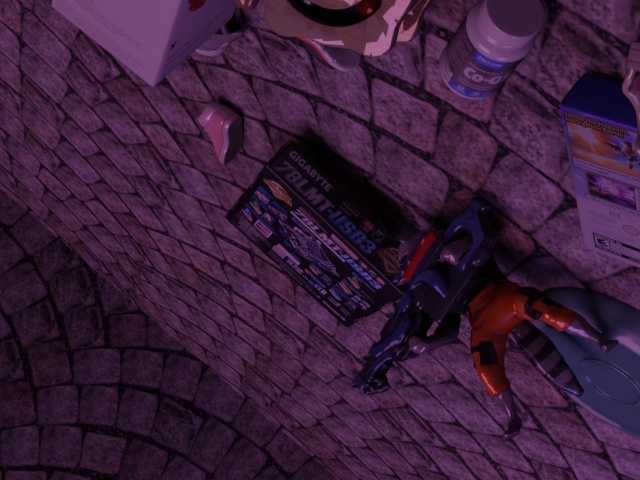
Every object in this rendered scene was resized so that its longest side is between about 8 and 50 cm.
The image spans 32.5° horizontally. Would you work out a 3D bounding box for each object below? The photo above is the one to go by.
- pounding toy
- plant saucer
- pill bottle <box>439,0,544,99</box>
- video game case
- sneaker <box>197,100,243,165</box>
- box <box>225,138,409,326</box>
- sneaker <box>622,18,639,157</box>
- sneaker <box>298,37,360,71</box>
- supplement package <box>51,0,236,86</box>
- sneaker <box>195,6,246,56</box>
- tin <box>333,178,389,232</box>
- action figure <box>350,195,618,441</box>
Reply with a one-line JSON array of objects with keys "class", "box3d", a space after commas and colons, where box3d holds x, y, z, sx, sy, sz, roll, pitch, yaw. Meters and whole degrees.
[{"class": "pounding toy", "box3d": [0.020, -0.320, 1.263, 0.269, 0.155, 0.154, 19, 121, 25]}, {"class": "plant saucer", "box3d": [0.428, 0.193, 1.587, 0.317, 0.043, 0.317, 34, 157, 16]}, {"class": "pill bottle", "box3d": [0.184, -0.214, 1.182, 0.078, 0.078, 0.137, 40, 158, 3]}, {"class": "video game case", "box3d": [0.399, -0.043, 1.173, 0.269, 0.061, 0.244, 24, 154, 35]}, {"class": "sneaker", "box3d": [-0.169, -0.185, 1.835, 0.070, 0.051, 0.134, 37, 154, 14]}, {"class": "box", "box3d": [0.000, 0.000, 1.783, 0.295, 0.073, 0.293, 42, 157, -3]}, {"class": "sneaker", "box3d": [0.325, -0.169, 0.961, 0.103, 0.111, 0.252, 18, 130, 43]}, {"class": "sneaker", "box3d": [-0.018, -0.275, 1.420, 0.158, 0.061, 0.065, 48, 163, -15]}, {"class": "supplement package", "box3d": [-0.186, -0.363, 1.313, 0.175, 0.177, 0.293, 39, 148, 3]}, {"class": "sneaker", "box3d": [-0.189, -0.359, 1.523, 0.229, 0.086, 0.132, 40, 155, -24]}, {"class": "tin", "box3d": [0.062, -0.023, 1.781, 0.106, 0.040, 0.189, 23, 152, 45]}, {"class": "action figure", "box3d": [0.208, 0.124, 1.560, 0.178, 0.341, 0.330, 3, -138, -53]}]
